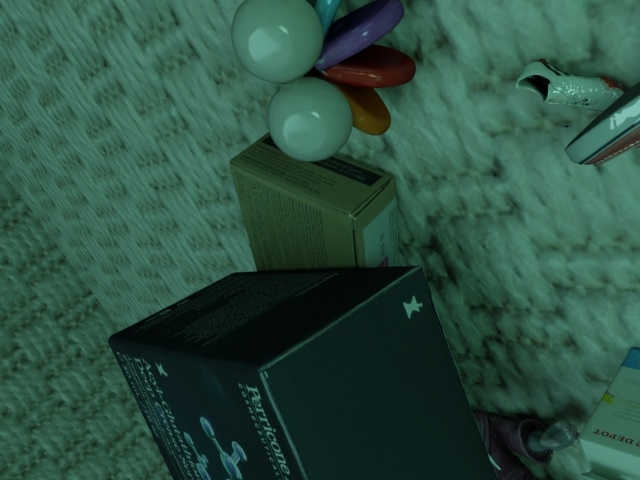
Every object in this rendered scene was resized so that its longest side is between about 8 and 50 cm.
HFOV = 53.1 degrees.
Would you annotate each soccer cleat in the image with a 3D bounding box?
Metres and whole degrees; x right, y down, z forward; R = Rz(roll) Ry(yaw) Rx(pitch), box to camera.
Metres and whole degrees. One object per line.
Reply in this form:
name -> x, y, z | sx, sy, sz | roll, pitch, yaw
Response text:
soccer cleat -> 0.190, -0.114, 0.488 | 0.083, 0.036, 0.029 | 31, 146, 27

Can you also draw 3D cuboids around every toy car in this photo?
toy car -> 0.012, -0.169, 0.571 | 0.136, 0.159, 0.181 | -13, 120, 18

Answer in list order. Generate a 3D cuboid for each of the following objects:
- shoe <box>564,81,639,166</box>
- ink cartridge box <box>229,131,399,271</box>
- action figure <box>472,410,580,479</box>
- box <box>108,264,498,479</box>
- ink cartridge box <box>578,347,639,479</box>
shoe -> 0.249, -0.080, 0.409 | 0.081, 0.063, 0.178 | 50, 137, 0
ink cartridge box -> 0.000, 0.000, 0.809 | 0.193, 0.088, 0.234 | 26, 142, 31
action figure -> 0.251, 0.332, 0.846 | 0.370, 0.248, 0.276 | 58, -167, 6
box -> -0.037, 0.205, 0.747 | 0.396, 0.212, 0.293 | -7, 108, 54
ink cartridge box -> 0.305, 0.183, 0.575 | 0.092, 0.143, 0.089 | 7, 130, 49
